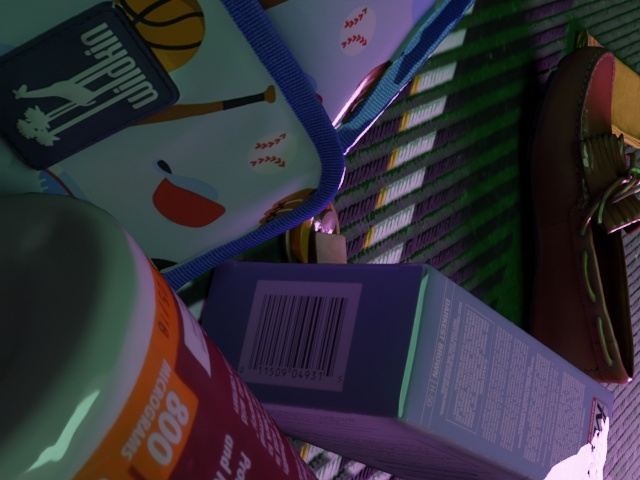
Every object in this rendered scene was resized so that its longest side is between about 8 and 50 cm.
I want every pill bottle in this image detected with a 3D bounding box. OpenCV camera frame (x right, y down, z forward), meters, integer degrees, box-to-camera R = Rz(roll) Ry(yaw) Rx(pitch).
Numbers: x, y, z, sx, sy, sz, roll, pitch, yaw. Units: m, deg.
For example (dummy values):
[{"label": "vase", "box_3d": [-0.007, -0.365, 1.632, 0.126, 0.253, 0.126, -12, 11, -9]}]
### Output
[{"label": "pill bottle", "box_3d": [-0.103, 0.182, 0.635, 0.392, 0.224, 0.224, 58, 47, -38]}]

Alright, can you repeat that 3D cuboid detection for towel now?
[{"label": "towel", "box_3d": [0.384, -0.193, 1.499, 0.237, 0.021, 0.102, 15, 80, -55]}]

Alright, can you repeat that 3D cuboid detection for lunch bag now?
[{"label": "lunch bag", "box_3d": [-0.092, -0.181, 0.633, 0.385, 0.239, 0.328, -49, 134, -14]}]

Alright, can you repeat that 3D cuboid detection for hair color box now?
[{"label": "hair color box", "box_3d": [0.084, 0.126, 0.937, 0.374, 0.185, 0.113, 33, 64, -51]}]

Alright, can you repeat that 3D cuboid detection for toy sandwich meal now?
[{"label": "toy sandwich meal", "box_3d": [0.000, 0.000, 0.946, 0.086, 0.029, 0.085, -3, 94, -55]}]

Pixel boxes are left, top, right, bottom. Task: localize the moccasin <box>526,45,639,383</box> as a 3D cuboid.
[{"label": "moccasin", "box_3d": [0.312, -0.028, 1.290, 0.139, 0.147, 0.379, 9, 84, -55]}]
